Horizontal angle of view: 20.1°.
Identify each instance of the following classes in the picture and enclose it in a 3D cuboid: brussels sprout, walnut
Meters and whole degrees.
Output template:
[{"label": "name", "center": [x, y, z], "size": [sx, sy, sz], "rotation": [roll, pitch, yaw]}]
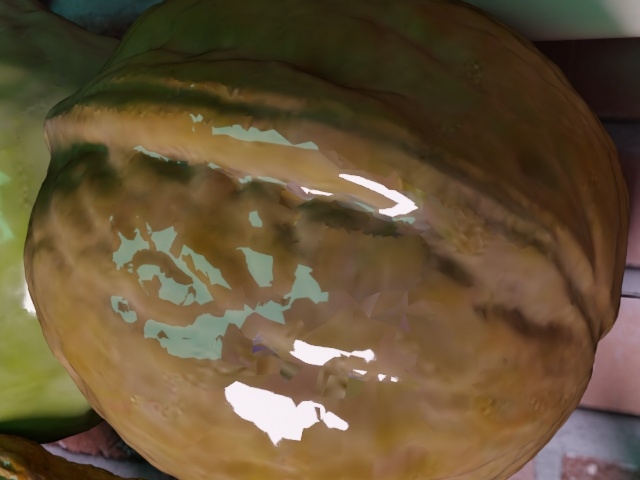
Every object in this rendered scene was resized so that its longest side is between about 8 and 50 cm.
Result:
[{"label": "brussels sprout", "center": [-0.187, -0.021, 1.211], "size": [0.273, 0.242, 0.317], "rotation": [-4, 85, 44]}, {"label": "walnut", "center": [0.000, 0.000, 0.989], "size": [0.333, 0.333, 0.333], "rotation": [3, 95, 42]}]

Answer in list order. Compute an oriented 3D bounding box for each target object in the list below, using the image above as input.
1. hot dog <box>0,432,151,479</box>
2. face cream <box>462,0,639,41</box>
[{"label": "hot dog", "center": [-0.145, 0.218, 1.179], "size": [0.114, 0.259, 0.175], "rotation": [-82, 6, -50]}, {"label": "face cream", "center": [0.204, -0.195, 0.953], "size": [0.348, 0.081, 0.174], "rotation": [4, 96, 42]}]
